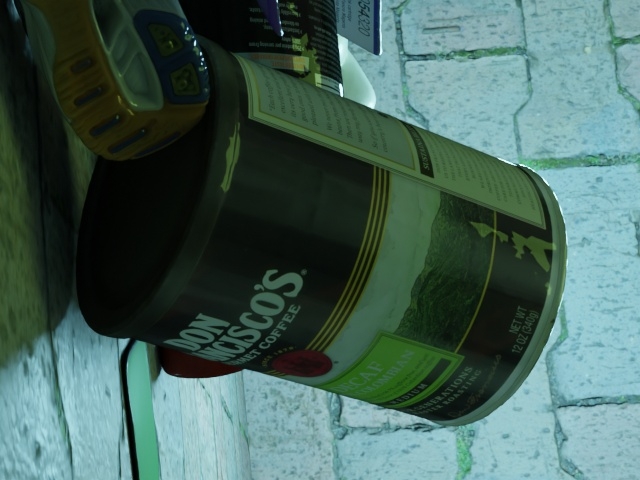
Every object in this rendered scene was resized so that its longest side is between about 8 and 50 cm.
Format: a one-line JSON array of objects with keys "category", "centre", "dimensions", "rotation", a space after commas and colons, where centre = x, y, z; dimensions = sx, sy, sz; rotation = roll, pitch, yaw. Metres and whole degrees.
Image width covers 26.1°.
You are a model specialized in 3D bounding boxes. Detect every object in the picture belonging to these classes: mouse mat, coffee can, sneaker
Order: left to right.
[{"category": "sneaker", "centre": [-0.147, -0.181, 0.752], "dimensions": [0.131, 0.111, 0.296], "rotation": [55, -20, 40]}, {"category": "mouse mat", "centre": [-0.154, 0.179, 1.212], "dimensions": [0.152, 0.007, 0.190], "rotation": [-102, -172, -83]}, {"category": "coffee can", "centre": [0.000, 0.000, 0.946], "dimensions": [0.201, 0.275, 0.202], "rotation": [-38, -137, 46]}]

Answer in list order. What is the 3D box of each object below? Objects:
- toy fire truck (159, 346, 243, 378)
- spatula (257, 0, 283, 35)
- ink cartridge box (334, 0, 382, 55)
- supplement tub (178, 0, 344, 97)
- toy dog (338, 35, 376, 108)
[{"category": "toy fire truck", "centre": [-0.048, 0.035, 1.481], "dimensions": [0.302, 0.253, 0.170], "rotation": [-102, -174, -81]}, {"category": "spatula", "centre": [-0.107, -0.232, 0.784], "dimensions": [0.296, 0.030, 0.084], "rotation": [46, -17, 23]}, {"category": "ink cartridge box", "centre": [-0.065, -0.348, 1.233], "dimensions": [0.071, 0.330, 0.324], "rotation": [-54, 164, -21]}, {"category": "supplement tub", "centre": [-0.079, -0.093, 1.180], "dimensions": [0.207, 0.207, 0.338], "rotation": [90, -5, -81]}, {"category": "toy dog", "centre": [-0.085, -0.376, 1.884], "dimensions": [0.408, 0.284, 0.396], "rotation": [82, 1, -56]}]
